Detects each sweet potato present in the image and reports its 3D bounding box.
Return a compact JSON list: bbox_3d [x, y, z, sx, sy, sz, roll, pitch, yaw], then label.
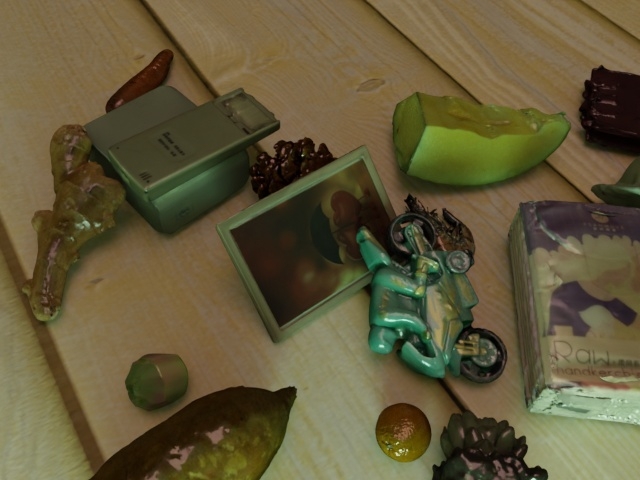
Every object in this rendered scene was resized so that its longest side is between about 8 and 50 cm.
[{"bbox_3d":[-0.165,0.289,0.728,0.158,0.157,0.370,39,62,22],"label":"sweet potato"}]

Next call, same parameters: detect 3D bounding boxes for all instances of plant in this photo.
[{"bbox_3d":[0.212,0.316,0.745,0.129,0.132,0.194,13,59,2],"label":"plant"}]

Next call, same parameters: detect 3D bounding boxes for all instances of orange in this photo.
[{"bbox_3d":[0.113,0.265,0.808,0.085,0.085,0.085,2,54,-2],"label":"orange"}]

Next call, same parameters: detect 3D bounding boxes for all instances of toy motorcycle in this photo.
[{"bbox_3d":[0.152,0.099,0.915,0.198,0.109,0.296,-16,69,-14],"label":"toy motorcycle"}]

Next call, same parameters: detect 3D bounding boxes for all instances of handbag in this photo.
[{"bbox_3d":[0.657,-0.266,1.226,0.216,0.074,0.203,12,54,7],"label":"handbag"}]

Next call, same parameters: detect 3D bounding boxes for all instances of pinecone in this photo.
[{"bbox_3d":[-0.047,-0.103,1.015,0.174,0.173,0.173,2,54,-2],"label":"pinecone"}]

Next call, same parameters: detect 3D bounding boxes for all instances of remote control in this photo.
[{"bbox_3d":[-0.206,-0.171,0.995,0.285,0.038,0.123,-35,64,-28],"label":"remote control"}]

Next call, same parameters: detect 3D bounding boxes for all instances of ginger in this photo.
[{"bbox_3d":[-0.410,-0.032,0.960,0.148,0.081,0.333,14,74,-7],"label":"ginger"}]

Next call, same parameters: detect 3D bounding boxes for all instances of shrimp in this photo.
[{"bbox_3d":[0.215,-0.024,1.053,0.091,0.034,0.161,-25,65,-33],"label":"shrimp"}]

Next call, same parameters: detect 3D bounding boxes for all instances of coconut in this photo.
[{"bbox_3d":[-0.238,0.201,0.831,0.083,0.082,0.081,52,33,18],"label":"coconut"}]

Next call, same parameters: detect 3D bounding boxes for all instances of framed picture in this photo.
[{"bbox_3d":[0.000,0.000,0.943,0.290,0.020,0.211,-30,103,-22],"label":"framed picture"}]

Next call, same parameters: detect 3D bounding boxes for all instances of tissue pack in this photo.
[{"bbox_3d":[0.434,0.107,0.912,0.242,0.125,0.343,6,56,0],"label":"tissue pack"}]

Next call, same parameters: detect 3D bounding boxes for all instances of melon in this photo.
[{"bbox_3d":[0.308,-0.195,1.124,0.324,0.124,0.196,3,55,-8],"label":"melon"}]

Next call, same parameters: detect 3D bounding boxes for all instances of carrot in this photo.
[{"bbox_3d":[-0.365,-0.330,1.217,0.059,0.059,0.247,19,53,9],"label":"carrot"}]

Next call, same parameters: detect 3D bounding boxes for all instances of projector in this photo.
[{"bbox_3d":[-0.280,-0.152,1.063,0.198,0.108,0.250,-38,64,-26],"label":"projector"}]

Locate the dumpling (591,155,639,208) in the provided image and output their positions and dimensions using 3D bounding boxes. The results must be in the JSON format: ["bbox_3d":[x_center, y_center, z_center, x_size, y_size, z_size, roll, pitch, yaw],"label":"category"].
[{"bbox_3d":[0.693,-0.080,1.027,0.321,0.211,0.270,-32,25,-8],"label":"dumpling"}]
